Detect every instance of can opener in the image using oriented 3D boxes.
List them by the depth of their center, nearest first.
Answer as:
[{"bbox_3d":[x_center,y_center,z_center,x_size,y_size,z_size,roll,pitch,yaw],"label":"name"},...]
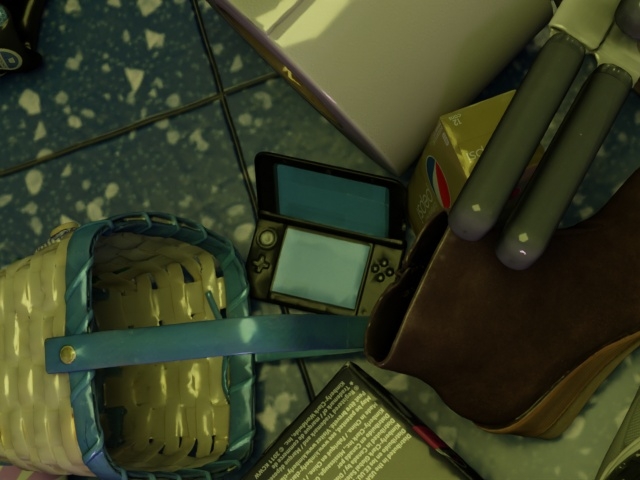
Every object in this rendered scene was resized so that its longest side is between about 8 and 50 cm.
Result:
[{"bbox_3d":[0.175,-0.111,1.184,0.074,0.093,0.280,32,70,0],"label":"can opener"}]

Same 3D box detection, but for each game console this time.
[{"bbox_3d":[0.000,0.000,1.362,0.122,0.071,0.107,13,82,14],"label":"game console"}]

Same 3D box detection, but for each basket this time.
[{"bbox_3d":[-0.105,0.079,1.272,0.289,0.255,0.201,-3,84,23],"label":"basket"}]

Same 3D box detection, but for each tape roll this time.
[{"bbox_3d":[0.027,-0.188,1.304,0.169,0.246,0.246,-46,74,1],"label":"tape roll"}]

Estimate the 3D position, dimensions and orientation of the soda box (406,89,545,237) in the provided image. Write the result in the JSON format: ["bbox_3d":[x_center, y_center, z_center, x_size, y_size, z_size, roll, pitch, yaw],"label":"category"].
[{"bbox_3d":[0.108,-0.043,1.288,0.061,0.181,0.058,-20,75,-13],"label":"soda box"}]

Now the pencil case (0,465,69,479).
[{"bbox_3d":[-0.251,0.171,1.372,0.086,0.088,0.206,-32,76,6],"label":"pencil case"}]

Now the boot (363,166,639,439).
[{"bbox_3d":[0.160,0.019,1.255,0.090,0.207,0.248,32,91,49],"label":"boot"}]

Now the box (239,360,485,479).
[{"bbox_3d":[0.081,0.234,1.251,0.270,0.165,0.143,43,89,15],"label":"box"}]

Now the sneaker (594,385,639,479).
[{"bbox_3d":[0.272,0.126,1.278,0.100,0.108,0.271,26,101,-8],"label":"sneaker"}]

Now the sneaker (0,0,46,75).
[{"bbox_3d":[-0.313,-0.176,1.431,0.330,0.130,0.147,-44,72,0],"label":"sneaker"}]

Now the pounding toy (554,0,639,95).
[{"bbox_3d":[0.262,-0.164,1.320,0.100,0.130,0.141,-46,66,1],"label":"pounding toy"}]
